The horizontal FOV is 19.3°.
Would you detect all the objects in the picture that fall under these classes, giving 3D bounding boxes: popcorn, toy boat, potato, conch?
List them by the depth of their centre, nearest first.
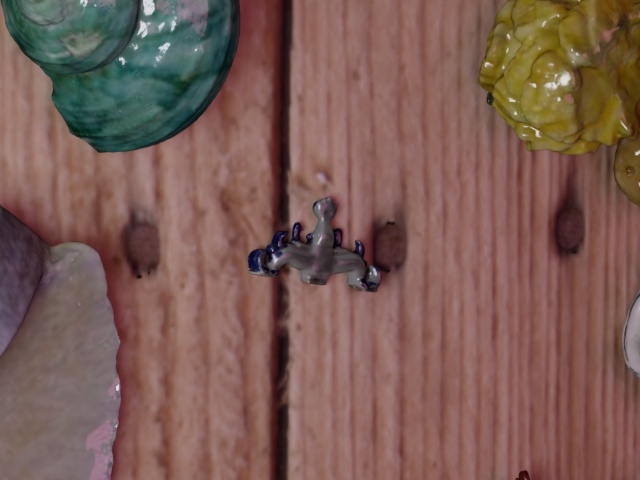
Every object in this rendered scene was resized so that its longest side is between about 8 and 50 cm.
[{"bbox_3d":[-0.247,0.117,1.369,0.293,0.111,0.276,41,71,-47],"label":"toy boat"},{"bbox_3d":[-0.150,-0.166,1.376,0.202,0.134,0.196,13,86,-39],"label":"conch"},{"bbox_3d":[0.242,-0.148,1.676,0.195,0.173,0.168,34,62,-41],"label":"popcorn"},{"bbox_3d":[0.351,-0.078,1.814,0.170,0.080,0.107,-14,103,-41],"label":"potato"}]

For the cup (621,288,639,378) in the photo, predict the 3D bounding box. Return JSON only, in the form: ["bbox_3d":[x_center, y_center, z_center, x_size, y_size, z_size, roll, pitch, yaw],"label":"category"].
[{"bbox_3d":[0.439,0.131,1.854,0.279,0.196,0.196,27,79,-30],"label":"cup"}]

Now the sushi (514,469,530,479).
[{"bbox_3d":[0.196,0.384,1.725,0.130,0.124,0.332,-16,108,-20],"label":"sushi"}]

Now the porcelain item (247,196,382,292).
[{"bbox_3d":[0.000,0.000,1.586,0.136,0.021,0.075,10,90,-38],"label":"porcelain item"}]
